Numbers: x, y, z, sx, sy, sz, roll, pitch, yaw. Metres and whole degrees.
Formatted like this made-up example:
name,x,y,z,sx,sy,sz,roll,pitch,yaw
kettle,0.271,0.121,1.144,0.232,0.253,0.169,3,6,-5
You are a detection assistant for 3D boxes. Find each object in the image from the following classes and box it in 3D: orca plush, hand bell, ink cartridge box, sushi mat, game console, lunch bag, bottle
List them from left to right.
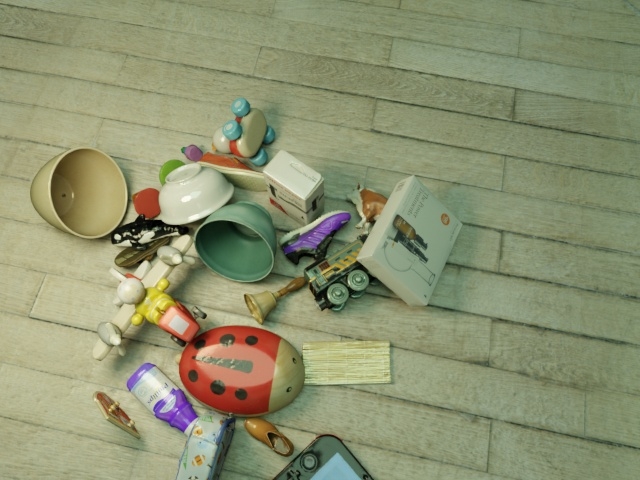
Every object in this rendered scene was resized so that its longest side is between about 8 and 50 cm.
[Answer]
name,x,y,z,sx,sy,sz,roll,pitch,yaw
orca plush,-0.646,-0.046,1.926,0.286,0.102,0.151,1,41,10
bottle,-0.518,0.539,1.737,0.282,0.092,0.118,39,73,14
lunch bag,-0.356,0.680,1.609,0.114,0.243,0.304,18,76,6
hand bell,-0.143,0.191,1.877,0.241,0.126,0.126,-28,71,-22
ink cartridge box,-0.093,-0.184,1.917,0.197,0.273,0.114,35,73,13
game console,0.029,0.857,1.631,0.342,0.060,0.386,-39,73,-14
sushi mat,0.089,0.428,1.817,0.316,0.019,0.152,-1,70,0

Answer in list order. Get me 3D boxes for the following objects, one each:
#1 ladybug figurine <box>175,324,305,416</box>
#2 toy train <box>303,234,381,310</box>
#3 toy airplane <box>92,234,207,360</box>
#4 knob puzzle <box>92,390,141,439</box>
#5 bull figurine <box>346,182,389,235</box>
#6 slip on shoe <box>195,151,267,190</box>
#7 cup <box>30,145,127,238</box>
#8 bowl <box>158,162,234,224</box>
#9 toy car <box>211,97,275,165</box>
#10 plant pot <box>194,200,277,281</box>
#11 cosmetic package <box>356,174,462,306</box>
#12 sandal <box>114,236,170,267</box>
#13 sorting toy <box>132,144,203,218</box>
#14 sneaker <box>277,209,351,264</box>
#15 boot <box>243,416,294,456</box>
name,x,y,z,sx,sy,sz,roll,pitch,yaw
ladybug figurine,-0.276,0.430,1.741,0.448,0.162,0.306,5,69,2
toy train,0.099,0.113,1.870,0.333,0.142,0.190,-32,74,-12
toy airplane,-0.598,0.185,1.750,0.383,0.272,0.387,-14,64,10
knob puzzle,-0.671,0.550,1.692,0.213,0.213,0.030,41,75,14
bull figurine,0.231,-0.098,1.975,0.310,0.101,0.189,20,73,8
slip on shoe,-0.332,-0.278,2.044,0.330,0.123,0.102,15,66,11
cup,-0.930,-0.172,1.926,0.236,0.331,0.332,-1,66,29
bowl,-0.481,-0.196,1.919,0.297,0.134,0.298,-14,32,9
toy car,-0.349,-0.428,2.083,0.237,0.219,0.211,2,66,32
plant pot,-0.282,-0.020,1.876,0.292,0.293,0.196,13,42,5
cosmetic package,0.327,0.001,1.844,0.284,0.097,0.377,41,61,-20
sandal,-0.664,0.046,1.949,0.219,0.060,0.090,-35,48,-28
sorting toy,-0.627,-0.251,2.057,0.126,0.127,0.366,20,64,39
sneaker,0.000,0.000,1.946,0.293,0.102,0.146,-27,75,-5
boot,-0.169,0.626,1.669,0.197,0.152,0.073,27,72,10
